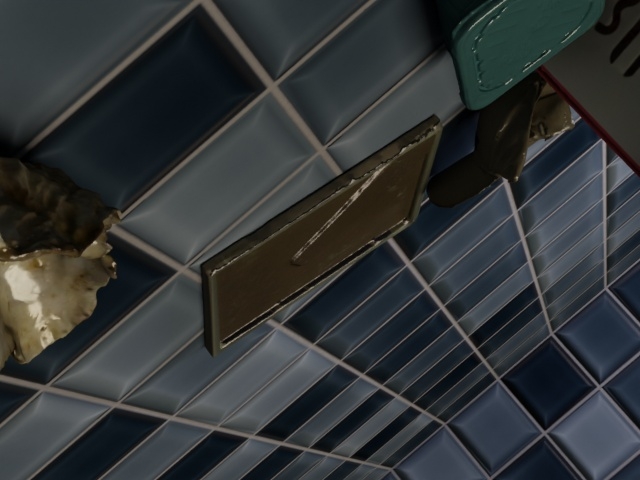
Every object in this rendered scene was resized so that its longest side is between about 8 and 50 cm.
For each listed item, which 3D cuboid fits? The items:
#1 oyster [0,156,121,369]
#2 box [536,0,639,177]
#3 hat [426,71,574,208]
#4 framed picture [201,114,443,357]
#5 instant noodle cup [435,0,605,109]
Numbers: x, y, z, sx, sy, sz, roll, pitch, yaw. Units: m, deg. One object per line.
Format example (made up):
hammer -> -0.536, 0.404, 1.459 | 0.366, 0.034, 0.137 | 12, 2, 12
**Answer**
oyster -> -0.211, 0.008, 0.708 | 0.166, 0.110, 0.341 | -38, 165, 11
box -> 0.438, -0.201, 1.151 | 0.312, 0.300, 0.314 | -10, 146, -50
hat -> 0.176, -0.106, 1.266 | 0.175, 0.085, 0.147 | -26, -170, 39
framed picture -> 0.000, 0.000, 1.231 | 0.289, 0.016, 0.213 | -33, 160, -18
instant noodle cup -> 0.162, -0.202, 0.998 | 0.157, 0.070, 0.179 | -38, 162, -1
